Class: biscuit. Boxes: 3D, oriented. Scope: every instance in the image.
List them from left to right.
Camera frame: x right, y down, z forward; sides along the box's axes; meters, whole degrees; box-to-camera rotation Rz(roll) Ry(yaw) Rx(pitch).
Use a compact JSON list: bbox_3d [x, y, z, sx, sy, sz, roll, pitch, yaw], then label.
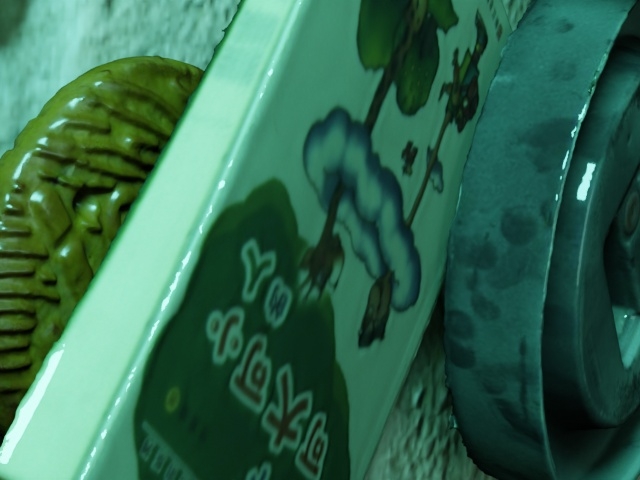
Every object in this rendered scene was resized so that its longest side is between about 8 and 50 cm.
[{"bbox_3d":[-0.078,0.015,0.833,0.188,0.027,0.188,-22,117,-51],"label":"biscuit"}]

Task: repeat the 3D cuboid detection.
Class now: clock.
[{"bbox_3d":[0.157,-0.004,1.094,0.312,0.061,0.313,-33,129,-55],"label":"clock"}]

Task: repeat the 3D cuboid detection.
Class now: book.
[{"bbox_3d":[0.000,0.000,0.885,0.371,0.043,0.260,-66,151,-22],"label":"book"}]
